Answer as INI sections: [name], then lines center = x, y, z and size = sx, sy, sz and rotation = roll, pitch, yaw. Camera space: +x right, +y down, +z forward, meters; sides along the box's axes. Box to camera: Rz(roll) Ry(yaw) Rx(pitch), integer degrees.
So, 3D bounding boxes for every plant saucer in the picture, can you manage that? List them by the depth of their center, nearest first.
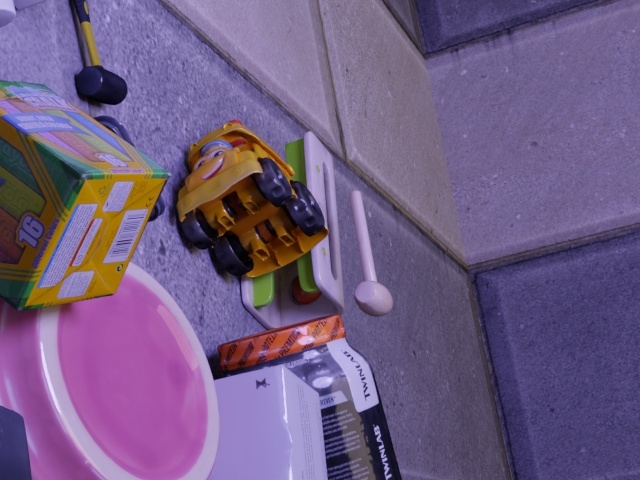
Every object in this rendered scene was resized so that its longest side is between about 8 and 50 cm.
[plant saucer]
center = -0.202, 0.138, 1.105
size = 0.332, 0.084, 0.332
rotation = 45, 31, -36

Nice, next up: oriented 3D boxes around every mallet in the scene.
[mallet]
center = -0.280, -0.250, 1.387
size = 0.062, 0.039, 0.189
rotation = -7, 77, -70

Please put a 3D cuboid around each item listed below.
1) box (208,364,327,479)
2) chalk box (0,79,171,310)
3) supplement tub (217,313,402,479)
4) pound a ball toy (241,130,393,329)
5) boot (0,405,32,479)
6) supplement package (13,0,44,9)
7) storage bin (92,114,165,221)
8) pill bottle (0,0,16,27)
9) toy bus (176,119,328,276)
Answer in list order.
[box]
center = -0.094, 0.251, 1.279
size = 0.119, 0.182, 0.180
rotation = 48, 32, -58
[chalk box]
center = -0.264, -0.055, 1.007
size = 0.213, 0.132, 0.132
rotation = 33, 17, 20
[supplement tub]
center = -0.010, 0.274, 1.476
size = 0.207, 0.207, 0.337
rotation = -10, 86, -73
[pound a ball toy]
center = 0.000, 0.000, 1.737
size = 0.136, 0.208, 0.319
rotation = 50, 29, -53
[boot]
center = -0.274, 0.295, 0.678
size = 0.367, 0.146, 0.445
rotation = 42, 32, -64
[supplement package]
center = -0.286, -0.430, 1.270
size = 0.175, 0.178, 0.292
rotation = 54, 26, -50
[storage bin]
center = -0.235, -0.051, 1.265
size = 0.135, 0.098, 0.091
rotation = 64, 30, -30
[pill bottle]
center = -0.347, -0.298, 1.065
size = 0.121, 0.121, 0.216
rotation = -9, 84, -72
[toy bus]
center = -0.111, -0.085, 1.606
size = 0.220, 0.150, 0.211
rotation = 41, 24, -56
